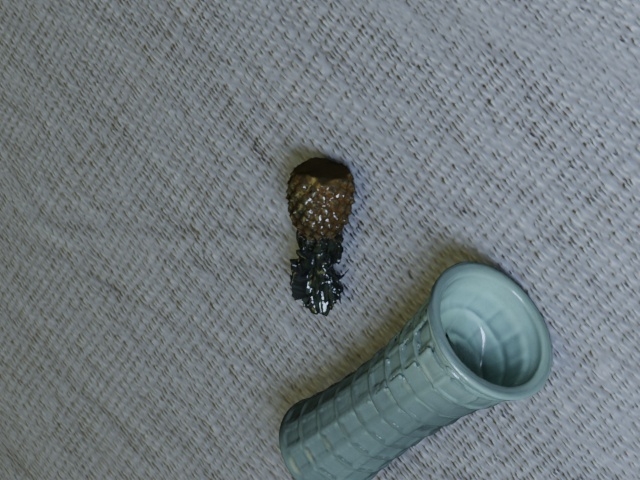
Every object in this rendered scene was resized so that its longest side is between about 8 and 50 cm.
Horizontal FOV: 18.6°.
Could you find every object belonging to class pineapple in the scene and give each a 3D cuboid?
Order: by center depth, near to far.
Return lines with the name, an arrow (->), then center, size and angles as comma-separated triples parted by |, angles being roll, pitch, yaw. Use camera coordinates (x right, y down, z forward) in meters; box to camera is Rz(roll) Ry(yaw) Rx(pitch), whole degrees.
pineapple -> 0.000, 0.000, 1.969 | 0.074, 0.074, 0.159 | 21, 122, 34

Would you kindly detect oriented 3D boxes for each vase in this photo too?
vase -> 0.079, 0.149, 1.913 | 0.299, 0.143, 0.143 | -40, 78, 44
